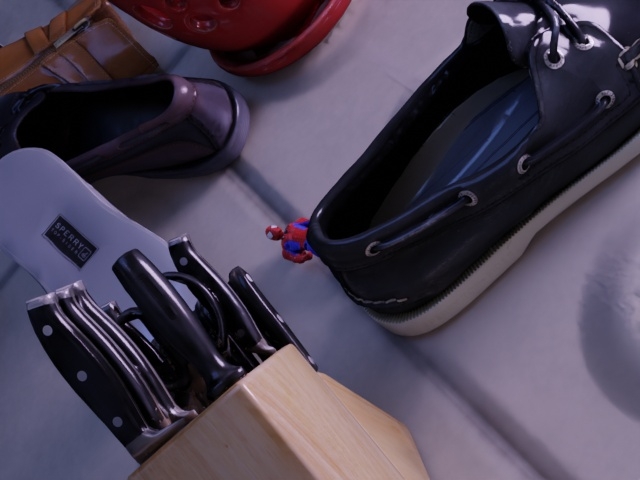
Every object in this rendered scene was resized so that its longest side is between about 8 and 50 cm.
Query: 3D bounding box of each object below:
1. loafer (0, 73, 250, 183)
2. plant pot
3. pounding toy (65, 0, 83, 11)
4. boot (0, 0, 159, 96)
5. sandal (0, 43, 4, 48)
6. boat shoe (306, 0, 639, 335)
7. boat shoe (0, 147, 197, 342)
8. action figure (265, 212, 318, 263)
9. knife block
[{"bbox_3d":[-0.209,-0.092,1.089,0.302,0.095,0.109,-7,73,24],"label":"loafer"},{"bbox_3d":[-0.075,-0.238,1.055,0.191,0.174,0.191,-26,47,31],"label":"plant pot"},{"bbox_3d":[-0.243,-0.364,1.334,0.183,0.110,0.237,-24,62,31],"label":"pounding toy"},{"bbox_3d":[-0.293,-0.164,1.261,0.220,0.109,0.283,-46,49,2],"label":"boot"},{"bbox_3d":[-0.366,-0.178,1.393,0.265,0.076,0.102,0,62,46],"label":"sandal"},{"bbox_3d":[0.119,-0.095,0.796,0.340,0.113,0.127,-44,39,13],"label":"boat shoe"},{"bbox_3d":[-0.146,0.046,0.974,0.306,0.105,0.113,35,84,37],"label":"boat shoe"},{"bbox_3d":[0.000,0.000,0.922,0.115,0.030,0.038,7,73,51],"label":"action figure"},{"bbox_3d":[-0.037,0.125,0.693,0.088,0.242,0.276,-42,40,17],"label":"knife block"}]
